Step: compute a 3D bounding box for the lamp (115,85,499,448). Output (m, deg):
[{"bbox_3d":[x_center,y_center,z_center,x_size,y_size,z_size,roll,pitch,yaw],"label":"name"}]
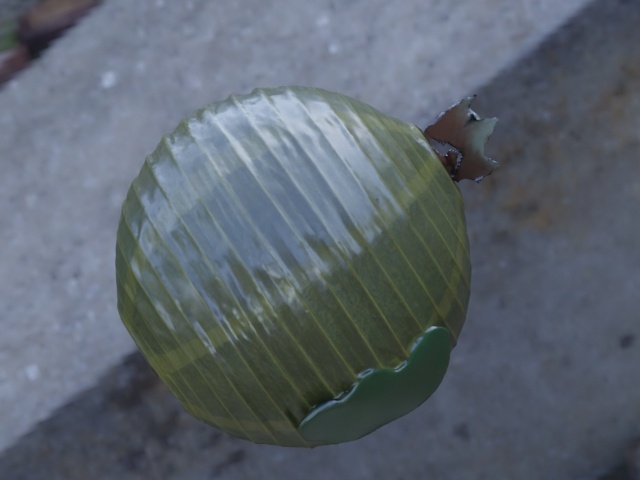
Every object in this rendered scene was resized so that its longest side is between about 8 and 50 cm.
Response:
[{"bbox_3d":[0.000,0.000,1.267,0.284,0.250,0.250,-38,31,0],"label":"lamp"}]
